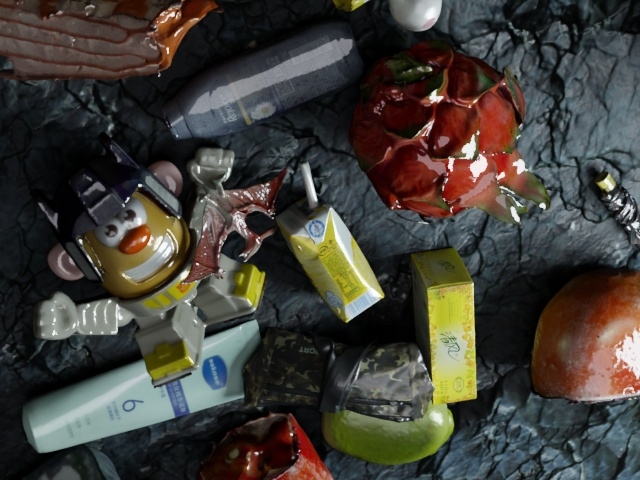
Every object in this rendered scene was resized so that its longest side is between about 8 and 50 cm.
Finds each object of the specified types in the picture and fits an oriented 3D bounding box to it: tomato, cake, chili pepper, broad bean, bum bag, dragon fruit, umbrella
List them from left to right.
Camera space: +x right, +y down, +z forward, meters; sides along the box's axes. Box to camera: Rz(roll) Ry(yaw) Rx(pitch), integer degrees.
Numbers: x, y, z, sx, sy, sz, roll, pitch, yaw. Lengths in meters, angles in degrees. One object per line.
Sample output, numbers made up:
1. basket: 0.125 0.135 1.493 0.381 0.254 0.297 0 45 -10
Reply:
1. cake: -0.252 -0.229 1.440 0.287 0.135 0.098 -10 134 6
2. chili pepper: -0.040 0.345 1.794 0.253 0.136 0.144 54 55 -38
3. bum bag: 0.021 0.169 1.692 0.248 0.069 0.102 4 115 7
4. broad bean: 0.089 0.237 1.767 0.174 0.082 0.124 0 116 2
5. dragon fruit: 0.142 -0.113 1.522 0.193 0.192 0.274 -23 131 28
6. tomato: 0.371 0.114 1.709 0.214 0.181 0.155 -7 101 -14
7. umbrella: 0.389 -0.030 1.691 0.037 0.040 0.144 -33 118 18

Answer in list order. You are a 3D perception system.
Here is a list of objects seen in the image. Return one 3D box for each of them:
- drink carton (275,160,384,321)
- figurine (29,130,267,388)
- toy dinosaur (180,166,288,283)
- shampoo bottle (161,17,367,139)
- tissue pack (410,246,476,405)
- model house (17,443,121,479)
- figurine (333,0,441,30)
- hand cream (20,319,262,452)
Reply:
1. drink carton: 0.000 0.000 1.617 0.074 0.084 0.200 -34 118 -2
2. figurine: -0.209 0.013 1.550 0.308 0.143 0.308 3 86 -43
3. toy dinosaur: -0.098 -0.025 1.538 0.220 0.032 0.108 -50 119 -33
4. shampoo bottle: -0.066 -0.177 1.527 0.233 0.049 0.087 -23 121 3
5. tissue pack: 0.157 0.108 1.693 0.062 0.095 0.176 -10 119 -6
6. model house: -0.290 0.446 1.780 0.271 0.190 0.301 -42 134 9
7. figurine: 0.094 -0.300 1.471 0.178 0.109 0.130 12 94 -19
8. hand cream: -0.223 0.191 1.709 0.320 0.067 0.109 -17 119 -8
